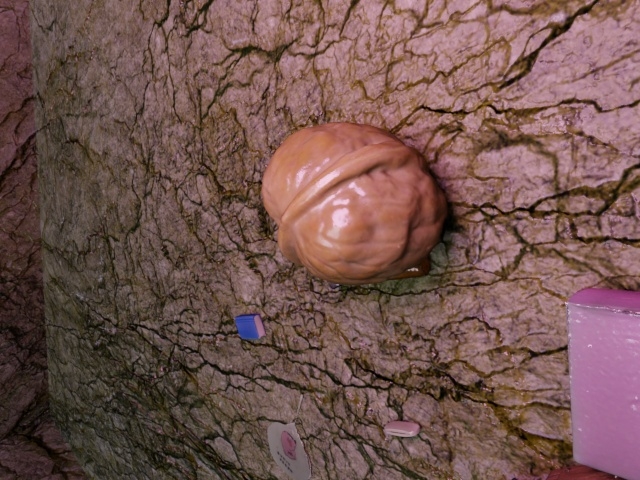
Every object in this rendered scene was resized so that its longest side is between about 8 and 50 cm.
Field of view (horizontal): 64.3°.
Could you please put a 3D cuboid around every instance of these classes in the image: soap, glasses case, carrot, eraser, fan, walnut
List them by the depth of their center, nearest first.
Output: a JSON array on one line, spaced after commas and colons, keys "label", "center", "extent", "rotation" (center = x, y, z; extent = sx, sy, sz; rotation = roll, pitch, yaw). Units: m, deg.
[{"label": "soap", "center": [0.442, 0.203, 0.692], "extent": [0.181, 0.081, 0.259], "rotation": [2, 107, 45]}, {"label": "walnut", "center": [0.047, -0.062, 0.855], "extent": [0.296, 0.285, 0.285], "rotation": [56, 135, 22]}, {"label": "carrot", "center": [0.131, 0.051, 0.965], "extent": [0.162, 0.055, 0.055], "rotation": [-3, 102, 38]}, {"label": "glasses case", "center": [0.170, 0.392, 1.059], "extent": [0.083, 0.032, 0.021], "rotation": [-13, 98, 46]}, {"label": "eraser", "center": [-0.187, 0.227, 1.351], "extent": [0.085, 0.027, 0.063], "rotation": [-11, 98, 46]}, {"label": "fan", "center": [-0.077, 0.521, 1.361], "extent": [0.182, 0.010, 0.310], "rotation": [32, 125, 33]}]

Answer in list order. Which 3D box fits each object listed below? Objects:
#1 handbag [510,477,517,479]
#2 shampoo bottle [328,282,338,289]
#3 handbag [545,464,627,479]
[{"label": "handbag", "center": [0.343, 0.485, 0.809], "extent": [0.089, 0.270, 0.175], "rotation": [-39, 69, 0]}, {"label": "shampoo bottle", "center": [0.001, 0.000, 1.065], "extent": [0.063, 0.057, 0.207], "rotation": [-39, 77, 45]}, {"label": "handbag", "center": [0.449, 0.420, 0.772], "extent": [0.193, 0.072, 0.151], "rotation": [-38, 77, 43]}]
